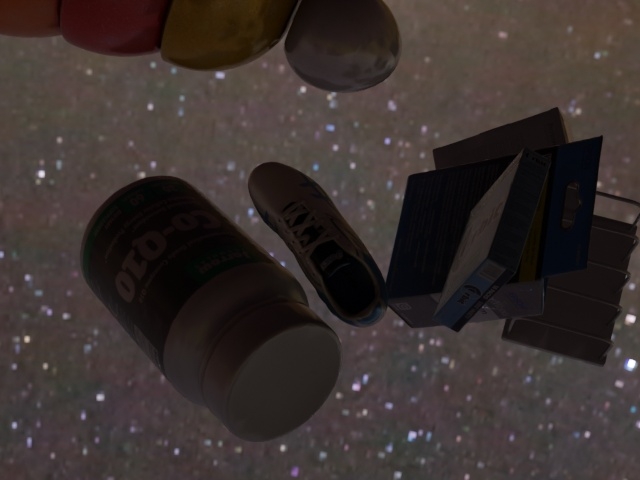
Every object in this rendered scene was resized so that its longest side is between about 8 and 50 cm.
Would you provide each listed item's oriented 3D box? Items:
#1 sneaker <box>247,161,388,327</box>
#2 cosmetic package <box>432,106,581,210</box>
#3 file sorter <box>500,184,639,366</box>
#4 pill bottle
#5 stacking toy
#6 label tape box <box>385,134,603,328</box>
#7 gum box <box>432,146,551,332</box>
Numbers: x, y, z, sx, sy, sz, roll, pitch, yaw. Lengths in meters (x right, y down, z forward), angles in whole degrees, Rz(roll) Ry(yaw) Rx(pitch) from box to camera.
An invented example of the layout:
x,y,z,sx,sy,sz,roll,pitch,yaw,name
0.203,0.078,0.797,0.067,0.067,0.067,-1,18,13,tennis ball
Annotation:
x,y,z,sx,sy,sz,roll,pitch,yaw,name
0.000,0.000,1.442,0.085,0.086,0.237,-38,-94,-3,sneaker
0.402,-0.050,2.487,0.284,0.097,0.377,-18,-114,26,cosmetic package
0.458,0.055,2.188,0.193,0.173,0.278,15,-106,8,file sorter
-0.142,0.082,1.549,0.204,0.204,0.361,-15,-142,-33,pill bottle
-0.132,-0.297,1.264,0.480,0.351,0.350,24,-148,-1,stacking toy
0.275,-0.006,1.826,0.333,0.106,0.241,-9,-128,34,label tape box
0.208,-0.001,1.485,0.041,0.157,0.184,28,-126,-4,gum box
